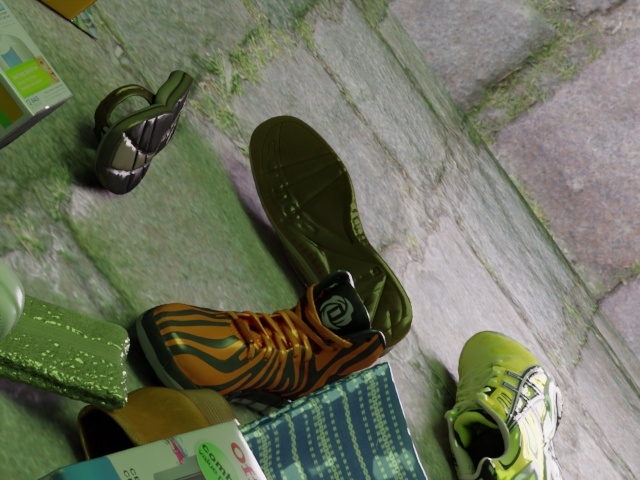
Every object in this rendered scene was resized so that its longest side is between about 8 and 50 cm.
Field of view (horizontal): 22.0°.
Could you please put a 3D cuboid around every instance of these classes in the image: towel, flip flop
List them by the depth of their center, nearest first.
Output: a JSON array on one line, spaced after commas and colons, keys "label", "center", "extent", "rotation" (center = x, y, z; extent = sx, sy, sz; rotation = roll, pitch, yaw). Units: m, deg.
[{"label": "towel", "center": [-0.235, 0.092, 1.438], "extent": [0.148, 0.027, 0.110], "rotation": [22, 30, -19]}, {"label": "towel", "center": [-0.013, 0.269, 1.462], "extent": [0.336, 0.040, 0.243], "rotation": [-22, 92, -42]}, {"label": "flip flop", "center": [-0.210, -0.136, 1.852], "extent": [0.080, 0.112, 0.277], "rotation": [28, 25, -2]}]

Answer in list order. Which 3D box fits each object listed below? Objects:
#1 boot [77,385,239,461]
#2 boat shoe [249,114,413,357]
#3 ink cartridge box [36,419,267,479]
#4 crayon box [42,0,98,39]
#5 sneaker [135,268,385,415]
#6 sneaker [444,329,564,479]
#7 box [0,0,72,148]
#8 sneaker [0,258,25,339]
[{"label": "boot", "center": [-0.097, 0.262, 1.485], "extent": [0.295, 0.104, 0.211], "rotation": [55, 24, 12]}, {"label": "boat shoe", "center": [0.000, 0.000, 2.138], "extent": [0.341, 0.122, 0.110], "rotation": [64, -17, 13]}, {"label": "ink cartridge box", "center": [-0.145, 0.271, 1.176], "extent": [0.198, 0.197, 0.270], "rotation": [60, 19, 10]}, {"label": "crayon box", "center": [-0.357, -0.398, 1.933], "extent": [0.323, 0.083, 0.203], "rotation": [34, 29, -49]}, {"label": "sneaker", "center": [-0.049, 0.091, 1.727], "extent": [0.321, 0.180, 0.124], "rotation": [19, 41, -61]}, {"label": "sneaker", "center": [0.246, 0.240, 2.263], "extent": [0.147, 0.145, 0.384], "rotation": [46, 20, -29]}, {"label": "box", "center": [-0.351, -0.182, 1.563], "extent": [0.203, 0.103, 0.114], "rotation": [54, 18, -5]}, {"label": "sneaker", "center": [-0.351, 0.041, 1.216], "extent": [0.292, 0.108, 0.169], "rotation": [32, 30, -30]}]
